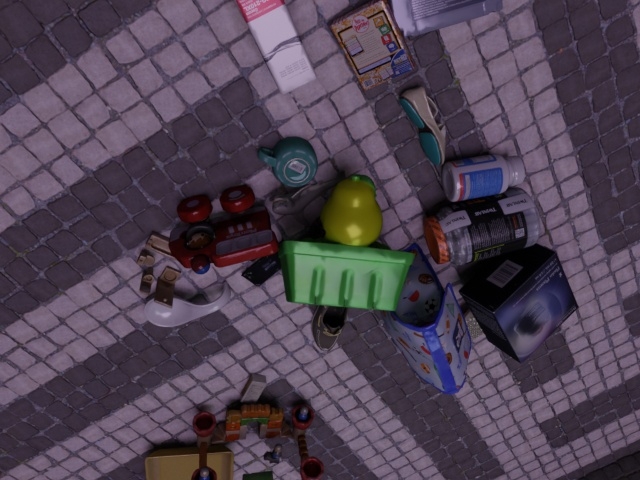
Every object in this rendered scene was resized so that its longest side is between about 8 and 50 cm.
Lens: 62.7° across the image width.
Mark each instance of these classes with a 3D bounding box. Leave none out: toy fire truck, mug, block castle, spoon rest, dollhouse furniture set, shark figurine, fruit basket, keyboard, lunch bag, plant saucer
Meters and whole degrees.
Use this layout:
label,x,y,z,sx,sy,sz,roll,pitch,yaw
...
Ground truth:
label,x,y,z,sx,sy,sz,roll,pitch,yaw
toy fire truck,-0.276,-0.010,1.467,0.302,0.254,0.169,-14,123,-2
mug,-0.085,-0.211,1.474,0.157,0.097,0.129,-18,123,0
block castle,-0.233,0.758,1.903,0.453,0.303,0.213,0,131,-12
spoon rest,-0.423,0.208,1.672,0.276,0.084,0.137,-16,128,-2
dollhouse furniture set,-0.473,0.088,1.567,0.144,0.123,0.151,26,113,-24
shark figurine,-0.033,-0.108,1.539,0.278,0.166,0.116,-24,98,-26
fruit basket,0.069,0.007,1.481,0.392,0.283,0.392,1,84,-9
keyboard,-0.173,0.066,1.674,0.180,0.023,0.108,-40,127,13
lunch bag,0.329,0.253,1.671,0.239,0.385,0.328,-24,122,4
plant saucer,-0.519,0.935,2.107,0.333,0.081,0.333,1,120,-11

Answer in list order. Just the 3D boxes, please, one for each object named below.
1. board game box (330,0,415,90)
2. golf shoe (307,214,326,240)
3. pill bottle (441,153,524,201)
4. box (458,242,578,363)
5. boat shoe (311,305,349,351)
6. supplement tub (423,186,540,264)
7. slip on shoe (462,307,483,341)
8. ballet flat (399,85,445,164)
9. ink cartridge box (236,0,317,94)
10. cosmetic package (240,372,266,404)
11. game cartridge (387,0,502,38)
label,x,y,z,sx,sy,sz,roll,pitch,yaw
board game box,0.136,-0.499,1.341,0.146,0.045,0.193,-16,126,26
golf shoe,0.000,0.000,1.651,0.086,0.067,0.186,-4,122,-51
pill bottle,0.490,-0.193,1.582,0.221,0.124,0.124,-9,123,-4
box,0.679,0.200,1.784,0.296,0.183,0.294,-42,123,-7
boat shoe,0.035,0.269,1.797,0.109,0.091,0.305,3,120,-13
supplement tub,0.496,-0.038,1.638,0.316,0.193,0.193,-15,123,-2
slip on shoe,0.525,0.316,1.923,0.123,0.101,0.331,42,93,-23
ballet flat,0.312,-0.330,1.496,0.086,0.086,0.248,-30,121,8
ink cartridge box,-0.108,-0.491,1.252,0.100,0.172,0.237,-25,123,5
cosmetic package,-0.249,0.550,1.944,0.060,0.041,0.115,20,115,-22
game cartridge,0.309,-0.640,1.315,0.294,0.060,0.196,-16,126,-1
